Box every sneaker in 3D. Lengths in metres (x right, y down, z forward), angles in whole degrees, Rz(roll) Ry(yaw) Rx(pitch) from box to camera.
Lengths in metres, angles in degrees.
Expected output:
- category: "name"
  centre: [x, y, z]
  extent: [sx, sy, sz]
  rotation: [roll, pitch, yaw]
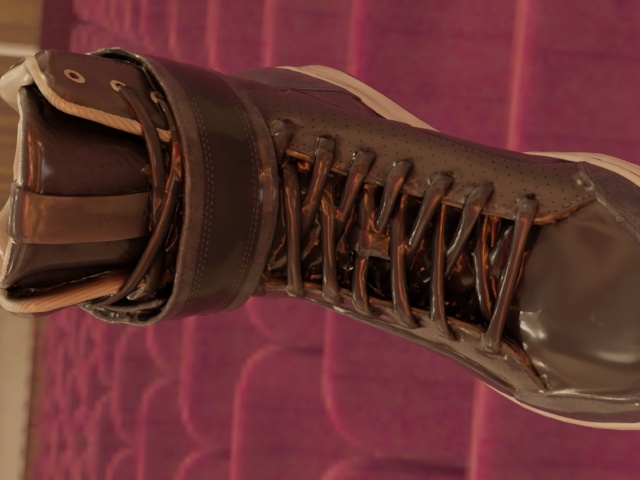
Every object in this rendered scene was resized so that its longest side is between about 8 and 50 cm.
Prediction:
- category: "sneaker"
  centre: [-0.001, 0.002, 0.481]
  extent: [0.226, 0.163, 0.086]
  rotation: [24, 108, 42]
